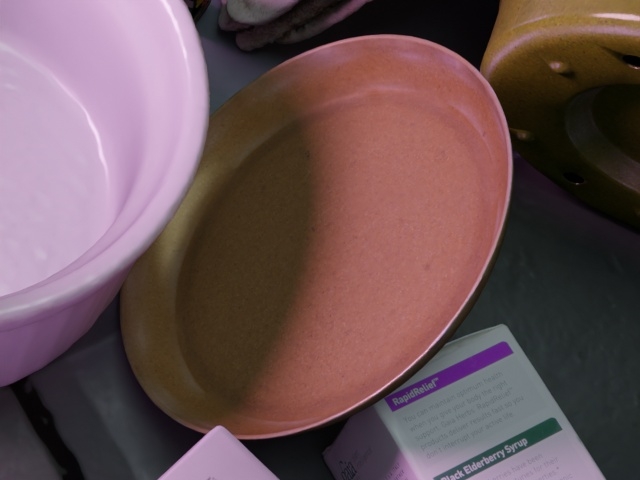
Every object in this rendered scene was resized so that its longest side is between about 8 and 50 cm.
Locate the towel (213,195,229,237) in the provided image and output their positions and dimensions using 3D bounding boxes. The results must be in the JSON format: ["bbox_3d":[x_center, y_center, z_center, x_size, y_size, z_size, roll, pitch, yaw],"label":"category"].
[{"bbox_3d":[-0.026,0.011,1.035,0.060,0.009,0.083,-2,63,-19],"label":"towel"}]

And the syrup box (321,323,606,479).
[{"bbox_3d":[0.105,0.171,0.937,0.096,0.093,0.237,-22,70,-26],"label":"syrup box"}]

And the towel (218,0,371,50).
[{"bbox_3d":[0.046,-0.232,1.048,0.049,0.282,0.187,26,52,-39],"label":"towel"}]

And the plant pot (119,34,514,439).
[{"bbox_3d":[0.000,0.000,0.959,0.032,0.236,0.236,42,45,-44],"label":"plant pot"}]

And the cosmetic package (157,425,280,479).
[{"bbox_3d":[-0.061,0.208,0.813,0.151,0.184,0.151,43,58,8],"label":"cosmetic package"}]

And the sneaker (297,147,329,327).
[{"bbox_3d":[0.013,-0.011,1.027,0.089,0.051,0.170,47,44,1],"label":"sneaker"}]

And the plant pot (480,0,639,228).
[{"bbox_3d":[0.261,-0.194,1.063,0.366,0.366,0.353,25,69,-3],"label":"plant pot"}]

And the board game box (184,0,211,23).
[{"bbox_3d":[-0.177,-0.205,1.035,0.259,0.136,0.030,28,81,0],"label":"board game box"}]

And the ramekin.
[{"bbox_3d":[-0.205,-0.053,0.942,0.277,0.135,0.277,8,60,-13],"label":"ramekin"}]
